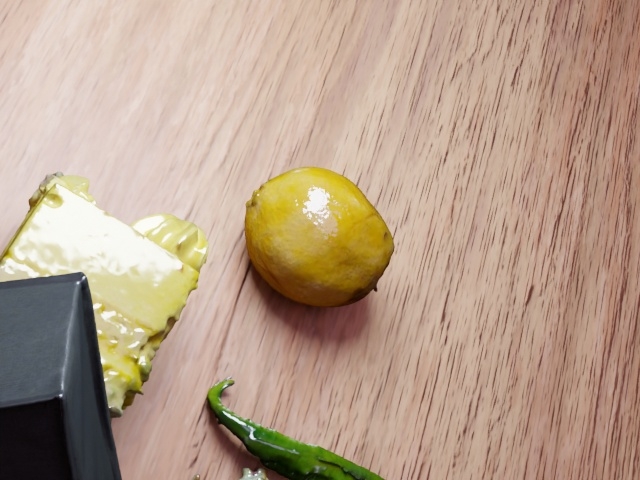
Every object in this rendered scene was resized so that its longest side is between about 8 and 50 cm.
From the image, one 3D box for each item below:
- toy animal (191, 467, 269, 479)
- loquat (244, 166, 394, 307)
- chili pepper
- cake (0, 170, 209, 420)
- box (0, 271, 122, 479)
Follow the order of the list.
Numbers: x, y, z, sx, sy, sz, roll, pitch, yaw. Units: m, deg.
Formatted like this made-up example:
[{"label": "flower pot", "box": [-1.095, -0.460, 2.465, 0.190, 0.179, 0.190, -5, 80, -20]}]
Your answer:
[{"label": "toy animal", "box": [-0.146, 0.372, 1.202, 0.099, 0.057, 0.241, 39, 57, -10]}, {"label": "loquat", "box": [0.000, 0.000, 1.350, 0.234, 0.187, 0.176, 40, 46, -19]}, {"label": "chili pepper", "box": [-0.002, 0.306, 1.300, 0.359, 0.076, 0.085, 37, 61, -12]}, {"label": "cake", "box": [-0.285, 0.066, 1.154, 0.227, 0.222, 0.286, 32, 59, -16]}, {"label": "box", "box": [-0.331, 0.237, 0.923, 0.251, 0.204, 0.345, -6, 117, -4]}]
